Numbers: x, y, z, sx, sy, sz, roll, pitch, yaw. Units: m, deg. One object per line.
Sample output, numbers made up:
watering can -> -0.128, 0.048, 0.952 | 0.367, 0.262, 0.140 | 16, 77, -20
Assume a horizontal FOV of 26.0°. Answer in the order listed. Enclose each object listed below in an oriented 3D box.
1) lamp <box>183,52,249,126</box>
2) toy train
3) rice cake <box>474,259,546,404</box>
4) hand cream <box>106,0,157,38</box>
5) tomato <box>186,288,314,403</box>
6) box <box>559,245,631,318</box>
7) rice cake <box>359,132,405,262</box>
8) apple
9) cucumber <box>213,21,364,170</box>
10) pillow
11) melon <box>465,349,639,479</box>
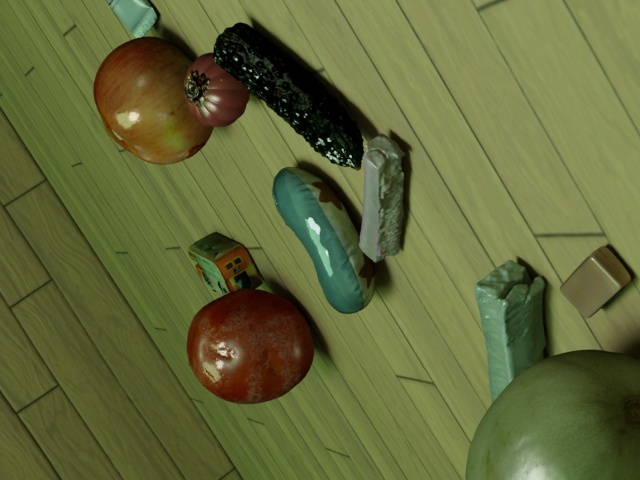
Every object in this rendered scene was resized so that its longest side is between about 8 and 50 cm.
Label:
lamp -> -0.147, -0.214, 1.964 | 0.107, 0.092, 0.107 | 6, 98, 47
toy train -> -0.177, 0.048, 2.579 | 0.188, 0.072, 0.099 | 21, 137, 62
rice cake -> 0.234, 0.149, 1.657 | 0.063, 0.066, 0.336 | 42, 160, 35
hand cream -> -0.366, -0.463, 2.169 | 0.331, 0.058, 0.085 | 51, 143, -2
tomato -> -0.125, 0.177, 2.443 | 0.232, 0.232, 0.188 | 31, 121, 54
box -> 0.279, 0.043, 1.407 | 0.048, 0.025, 0.115 | 47, 162, 10
rice cake -> 0.076, -0.048, 1.745 | 0.270, 0.049, 0.055 | 90, 155, -64
apple -> -0.260, -0.212, 2.151 | 0.209, 0.164, 0.209 | 50, 165, 19
cucumber -> -0.032, -0.180, 1.754 | 0.300, 0.072, 0.072 | 43, 159, 33
pillow -> 0.000, 0.000, 1.988 | 0.233, 0.086, 0.214 | 59, 168, -6
melon -> 0.273, 0.245, 1.421 | 0.272, 0.272, 0.308 | 36, 149, 47
